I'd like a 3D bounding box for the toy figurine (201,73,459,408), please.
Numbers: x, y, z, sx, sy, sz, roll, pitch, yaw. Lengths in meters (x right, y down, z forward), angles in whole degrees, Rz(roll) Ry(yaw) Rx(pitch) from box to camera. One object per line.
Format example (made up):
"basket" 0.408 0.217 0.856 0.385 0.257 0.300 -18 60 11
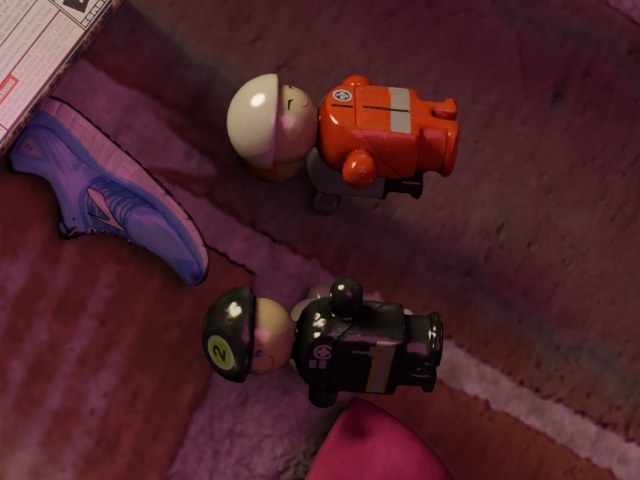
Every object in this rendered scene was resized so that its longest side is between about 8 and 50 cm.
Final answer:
"toy figurine" 0.000 0.000 1.241 0.148 0.209 0.213 5 89 -5

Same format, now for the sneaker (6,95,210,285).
"sneaker" -0.142 -0.022 1.276 0.162 0.063 0.073 42 89 -8

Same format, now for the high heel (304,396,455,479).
"high heel" -0.061 0.269 1.264 0.377 0.127 0.181 -31 67 -17

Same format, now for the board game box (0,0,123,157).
"board game box" -0.287 -0.181 1.182 0.291 0.141 0.232 40 72 -13
